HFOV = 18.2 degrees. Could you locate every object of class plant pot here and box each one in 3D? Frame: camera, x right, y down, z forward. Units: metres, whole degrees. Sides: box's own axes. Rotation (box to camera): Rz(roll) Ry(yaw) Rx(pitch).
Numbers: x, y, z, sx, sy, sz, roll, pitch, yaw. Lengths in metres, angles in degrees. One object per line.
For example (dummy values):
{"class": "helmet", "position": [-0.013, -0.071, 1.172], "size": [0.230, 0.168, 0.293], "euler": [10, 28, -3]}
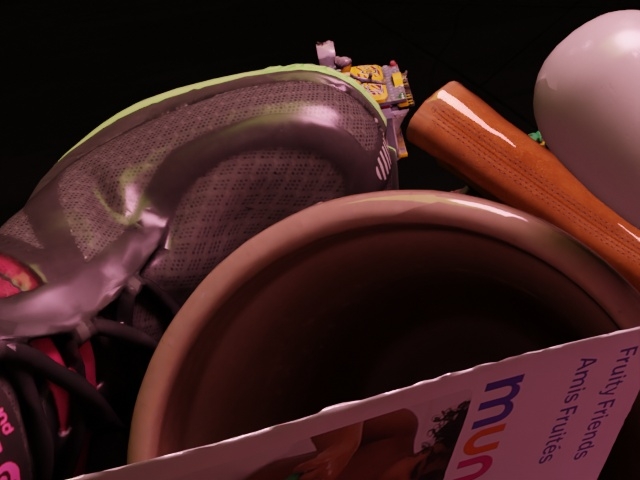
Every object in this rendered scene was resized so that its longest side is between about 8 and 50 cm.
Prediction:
{"class": "plant pot", "position": [0.058, 0.104, 0.973], "size": [0.263, 0.263, 0.229], "euler": [0, 3, 9]}

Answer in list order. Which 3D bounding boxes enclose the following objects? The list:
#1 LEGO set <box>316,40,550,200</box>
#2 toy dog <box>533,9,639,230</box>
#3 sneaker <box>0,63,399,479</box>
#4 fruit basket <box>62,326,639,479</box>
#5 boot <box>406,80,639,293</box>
{"class": "LEGO set", "position": [0.084, -0.029, 1.310], "size": [0.255, 0.192, 0.331], "euler": [-8, 24, 9]}
{"class": "toy dog", "position": [0.243, 0.034, 0.824], "size": [0.220, 0.333, 0.161], "euler": [-18, 8, 37]}
{"class": "sneaker", "position": [-0.152, 0.082, 0.994], "size": [0.483, 0.185, 0.202], "euler": [-34, 16, -10]}
{"class": "fruit basket", "position": [-0.063, 0.184, 0.674], "size": [0.353, 0.327, 0.165], "euler": [-8, 48, -24]}
{"class": "boot", "position": [0.174, 0.035, 1.055], "size": [0.280, 0.096, 0.264], "euler": [32, 3, 17]}
